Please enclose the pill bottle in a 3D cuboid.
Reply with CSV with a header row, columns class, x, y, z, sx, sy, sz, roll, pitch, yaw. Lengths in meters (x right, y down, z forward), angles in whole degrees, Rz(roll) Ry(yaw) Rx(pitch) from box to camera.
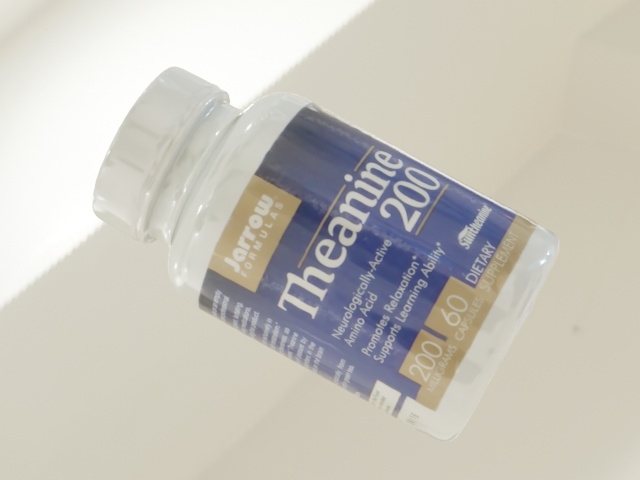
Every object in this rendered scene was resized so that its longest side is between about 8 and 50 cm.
class,x,y,z,sx,sy,sz,roll,pitch,yaw
pill bottle,0.000,0.000,0.434,0.067,0.120,0.067,-60,-7,-12
